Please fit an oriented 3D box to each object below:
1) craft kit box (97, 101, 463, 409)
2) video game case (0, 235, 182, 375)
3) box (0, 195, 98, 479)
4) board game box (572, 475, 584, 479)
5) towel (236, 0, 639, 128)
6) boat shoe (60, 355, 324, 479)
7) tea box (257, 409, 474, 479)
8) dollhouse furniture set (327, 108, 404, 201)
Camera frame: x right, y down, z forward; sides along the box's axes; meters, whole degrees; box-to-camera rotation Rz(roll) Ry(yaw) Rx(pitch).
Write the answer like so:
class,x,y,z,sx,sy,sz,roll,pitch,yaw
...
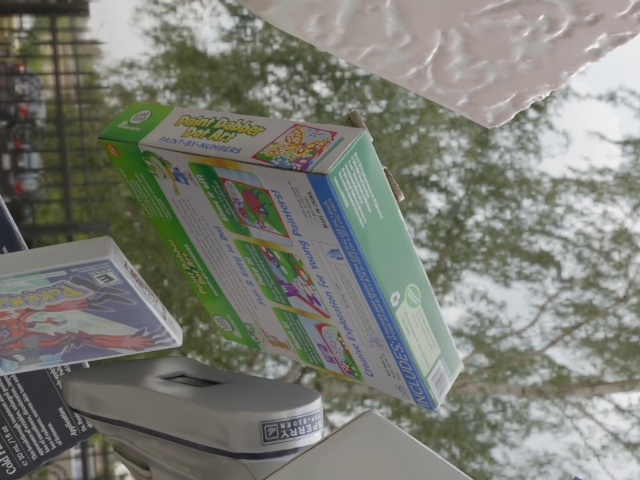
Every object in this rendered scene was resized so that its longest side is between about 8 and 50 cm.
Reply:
class,x,y,z,sx,sy,sz,roll,pitch,yaw
craft kit box,-0.031,0.011,0.726,0.246,0.061,0.250,10,-40,38
video game case,-0.244,0.065,0.789,0.183,0.201,0.023,69,12,-59
box,-0.463,0.130,1.051,0.179,0.312,0.343,26,-40,56
board game box,0.459,0.457,1.536,0.090,0.020,0.090,23,-57,28
towel,0.141,-0.231,0.711,0.332,0.317,0.053,-33,-132,44
boat shoe,-0.089,0.129,0.592,0.267,0.096,0.088,0,-86,48
tea box,0.015,0.277,0.259,0.329,0.323,0.220,29,-47,42
dollhouse furniture set,0.000,0.000,1.023,0.242,0.212,0.161,61,4,-5
